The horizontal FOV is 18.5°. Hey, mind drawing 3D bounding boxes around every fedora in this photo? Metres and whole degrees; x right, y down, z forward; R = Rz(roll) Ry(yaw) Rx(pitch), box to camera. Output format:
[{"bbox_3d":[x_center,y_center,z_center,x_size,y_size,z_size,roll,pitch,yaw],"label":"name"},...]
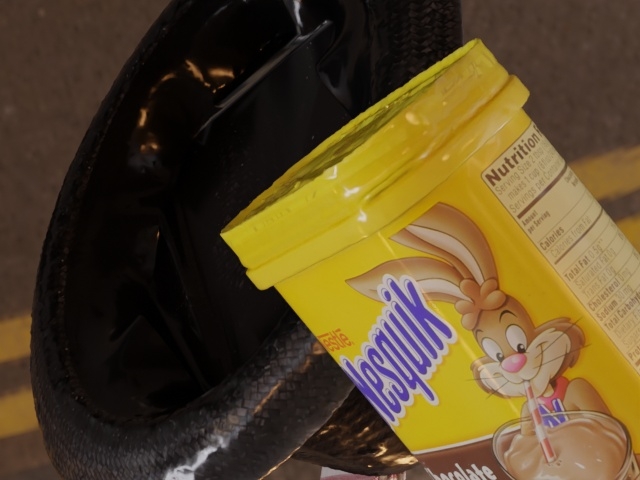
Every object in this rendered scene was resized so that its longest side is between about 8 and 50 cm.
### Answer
[{"bbox_3d":[0.000,0.000,0.946,0.152,0.334,0.334,32,125,-31],"label":"fedora"}]

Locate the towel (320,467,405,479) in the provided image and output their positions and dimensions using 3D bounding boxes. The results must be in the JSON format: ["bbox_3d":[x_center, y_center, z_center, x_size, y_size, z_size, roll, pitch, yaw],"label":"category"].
[{"bbox_3d":[0.022,0.208,1.343,0.029,0.197,0.144,13,170,-14],"label":"towel"}]

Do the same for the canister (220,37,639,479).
[{"bbox_3d":[0.060,0.034,0.617,0.073,0.170,0.126,-42,-174,-26],"label":"canister"}]
